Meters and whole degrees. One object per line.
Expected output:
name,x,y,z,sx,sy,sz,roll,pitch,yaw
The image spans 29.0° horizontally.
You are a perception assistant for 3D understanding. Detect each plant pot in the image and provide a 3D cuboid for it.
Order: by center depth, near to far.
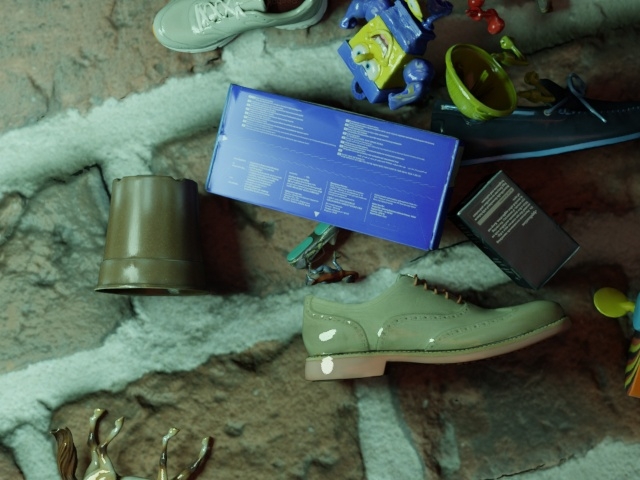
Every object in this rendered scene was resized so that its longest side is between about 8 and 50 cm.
plant pot,-0.241,-0.006,1.800,0.167,0.167,0.165,2,84,0

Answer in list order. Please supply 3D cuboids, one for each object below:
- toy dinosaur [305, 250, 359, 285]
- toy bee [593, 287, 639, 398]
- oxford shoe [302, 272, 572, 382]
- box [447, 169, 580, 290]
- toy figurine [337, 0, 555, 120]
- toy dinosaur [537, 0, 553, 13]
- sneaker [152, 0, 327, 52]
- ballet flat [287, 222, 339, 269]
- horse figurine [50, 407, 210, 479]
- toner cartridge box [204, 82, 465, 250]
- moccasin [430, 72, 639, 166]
toy dinosaur,0.019,0.057,1.838,0.082,0.090,0.047,7,120,-11
toy bee,0.522,0.082,1.811,0.195,0.162,0.298,32,116,-8
oxford shoe,0.166,0.113,1.806,0.396,0.140,0.147,-8,84,-2
box,0.275,-0.014,1.791,0.158,0.156,0.093,45,90,-1
toy figurine,0.138,-0.261,1.798,0.217,0.191,0.363,-46,66,36
toy dinosaur,0.355,-0.442,1.836,0.064,0.112,0.211,29,92,42
sneaker,-0.121,-0.344,1.805,0.262,0.121,0.099,-14,90,1
ballet flat,0.000,0.000,1.856,0.041,0.041,0.114,45,91,0
horse figurine,-0.282,0.354,1.848,0.263,0.066,0.175,15,85,-2
toner cartridge box,0.020,-0.107,1.789,0.347,0.075,0.165,16,94,14
moccasin,0.329,-0.182,1.797,0.342,0.138,0.117,-8,92,0
